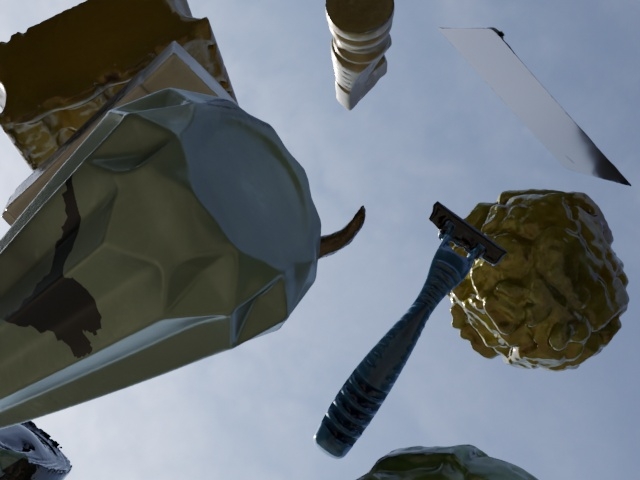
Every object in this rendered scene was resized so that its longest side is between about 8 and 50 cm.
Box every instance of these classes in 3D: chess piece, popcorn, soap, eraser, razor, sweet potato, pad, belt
[{"bbox_3d":[0.052,-0.252,1.363,0.090,0.090,0.200,20,-22,11],"label":"chess piece"},{"bbox_3d":[0.276,0.054,1.354,0.249,0.249,0.225,54,-36,-10],"label":"popcorn"},{"bbox_3d":[-0.265,-0.170,1.423,0.293,0.335,0.156,-31,-120,-6],"label":"soap"},{"bbox_3d":[-0.224,-0.089,1.194,0.279,0.081,0.124,-41,-69,11],"label":"eraser"},{"bbox_3d":[0.072,0.079,0.898,0.082,0.253,0.042,37,-21,-2],"label":"razor"},{"bbox_3d":[0.004,0.005,1.453,0.153,0.038,0.041,-31,-107,15],"label":"sweet potato"},{"bbox_3d":[0.256,-0.164,1.244,0.265,0.159,0.009,43,-93,-21],"label":"pad"},{"bbox_3d":[-0.338,0.213,1.035,0.151,0.198,0.078,32,-96,34],"label":"belt"}]

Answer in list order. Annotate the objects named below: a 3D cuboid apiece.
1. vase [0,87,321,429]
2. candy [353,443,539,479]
[{"bbox_3d":[-0.168,0.046,0.686,0.360,0.165,0.165,-31,-79,32],"label":"vase"},{"bbox_3d":[-0.063,0.123,0.407,0.336,0.092,0.093,-2,-44,26],"label":"candy"}]
